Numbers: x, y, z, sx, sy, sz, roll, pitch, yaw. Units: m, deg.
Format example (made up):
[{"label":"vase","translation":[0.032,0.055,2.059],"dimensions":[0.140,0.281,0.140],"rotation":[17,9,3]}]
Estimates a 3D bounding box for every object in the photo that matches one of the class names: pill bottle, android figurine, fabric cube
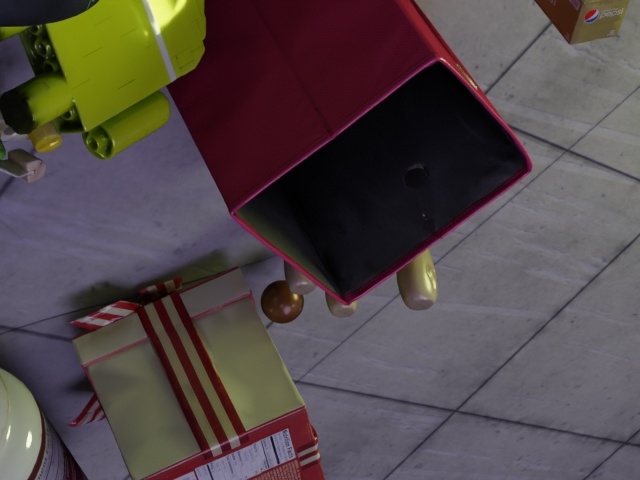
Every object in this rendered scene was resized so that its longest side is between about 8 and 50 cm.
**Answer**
[{"label":"pill bottle","translation":[-0.415,0.285,1.850],"dimensions":[0.224,0.224,0.392],"rotation":[-25,144,-5]},{"label":"android figurine","translation":[-0.202,-0.207,1.417],"dimensions":[0.273,0.056,0.248],"rotation":[-41,120,-43]},{"label":"fabric cube","translation":[0.019,-0.138,1.595],"dimensions":[0.259,0.258,0.254],"rotation":[-36,143,11]}]

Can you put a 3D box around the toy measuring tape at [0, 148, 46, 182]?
[{"label":"toy measuring tape","translation":[-0.341,-0.146,1.308],"dimensions":[0.121,0.121,0.330],"rotation":[-42,145,18]}]

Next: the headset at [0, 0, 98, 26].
[{"label":"headset","translation":[-0.340,-0.297,1.188],"dimensions":[0.394,0.243,0.185],"rotation":[12,130,-12]}]

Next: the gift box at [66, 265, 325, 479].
[{"label":"gift box","translation":[-0.168,0.203,1.887],"dimensions":[0.276,0.258,0.255],"rotation":[-20,143,-11]}]

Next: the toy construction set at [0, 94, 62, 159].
[{"label":"toy construction set","translation":[-0.415,-0.115,1.416],"dimensions":[0.215,0.151,0.328],"rotation":[-34,143,19]}]

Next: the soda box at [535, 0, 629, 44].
[{"label":"soda box","translation":[0.250,-0.288,1.630],"dimensions":[0.061,0.181,0.058],"rotation":[-13,142,-21]}]

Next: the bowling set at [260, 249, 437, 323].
[{"label":"bowling set","translation":[0.000,0.000,1.884],"dimensions":[0.200,0.154,0.287],"rotation":[-20,150,20]}]
